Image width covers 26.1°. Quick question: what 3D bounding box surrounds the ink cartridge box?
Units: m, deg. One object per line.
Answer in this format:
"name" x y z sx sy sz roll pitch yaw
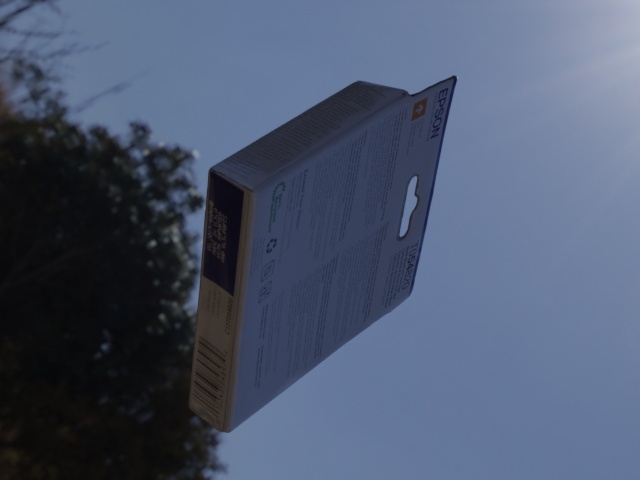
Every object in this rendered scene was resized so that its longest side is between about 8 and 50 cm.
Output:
"ink cartridge box" 0.000 0.000 1.000 0.045 0.224 0.223 32 -47 27
